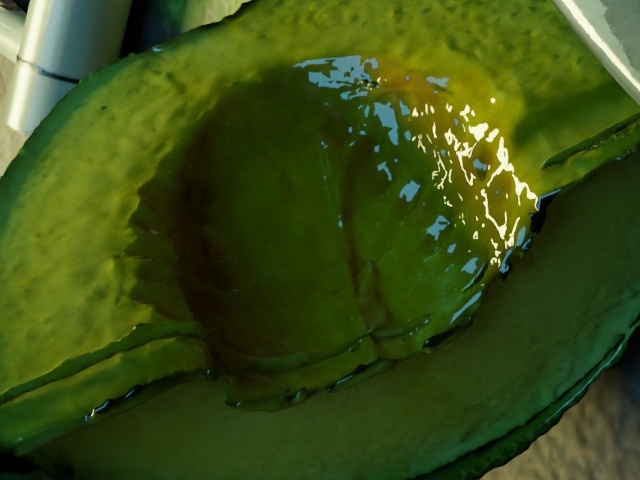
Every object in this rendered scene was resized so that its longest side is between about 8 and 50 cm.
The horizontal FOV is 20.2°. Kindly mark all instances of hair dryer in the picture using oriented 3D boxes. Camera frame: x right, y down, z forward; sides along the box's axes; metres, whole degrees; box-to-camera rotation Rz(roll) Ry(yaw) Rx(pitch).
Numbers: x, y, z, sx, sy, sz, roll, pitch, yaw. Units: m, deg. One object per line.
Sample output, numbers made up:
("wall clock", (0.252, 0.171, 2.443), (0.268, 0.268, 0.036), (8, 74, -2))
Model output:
("hair dryer", (-0.143, -0.105, 0.880), (0.137, 0.047, 0.082), (33, 113, 49))

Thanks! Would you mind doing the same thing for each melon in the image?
("melon", (0.000, 0.000, 0.649), (0.169, 0.265, 0.129), (60, 175, 46))

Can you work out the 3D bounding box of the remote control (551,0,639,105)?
("remote control", (0.109, -0.112, 0.578), (0.097, 0.045, 0.256), (-33, 57, 1))
